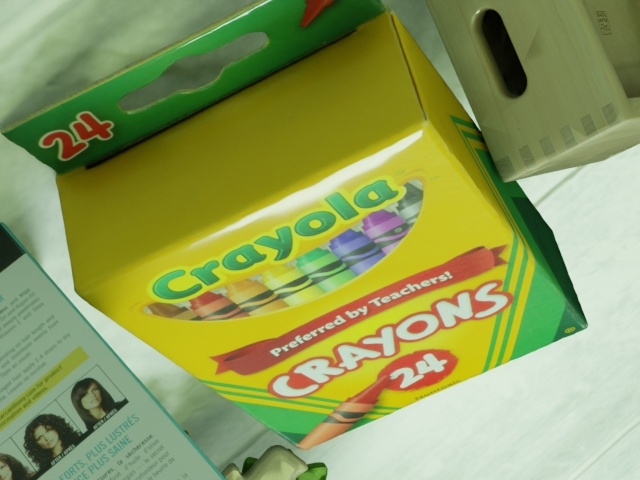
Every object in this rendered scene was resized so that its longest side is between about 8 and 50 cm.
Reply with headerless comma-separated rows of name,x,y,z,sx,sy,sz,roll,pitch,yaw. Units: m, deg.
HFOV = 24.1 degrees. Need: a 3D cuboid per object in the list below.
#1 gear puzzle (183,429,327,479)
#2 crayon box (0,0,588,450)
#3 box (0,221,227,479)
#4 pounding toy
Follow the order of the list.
gear puzzle,-0.036,0.222,0.979,0.339,0.044,0.175,39,96,-24
crayon box,0.000,0.000,0.818,0.202,0.081,0.318,-26,146,15
box,-0.122,0.102,0.713,0.100,0.244,0.060,-40,143,-10
pounding toy,0.148,-0.140,0.875,0.094,0.181,0.206,-27,171,36
